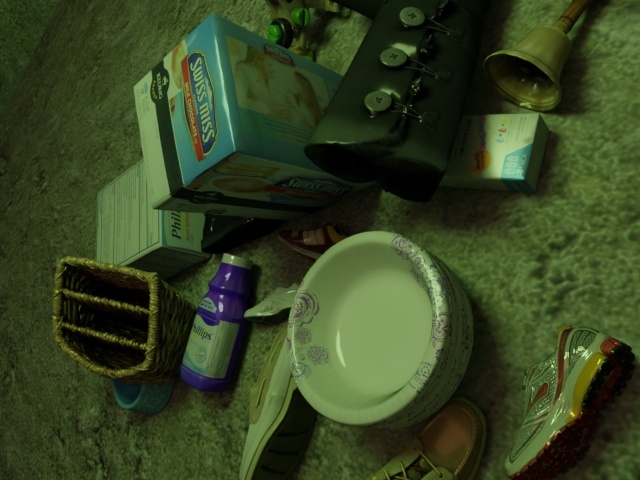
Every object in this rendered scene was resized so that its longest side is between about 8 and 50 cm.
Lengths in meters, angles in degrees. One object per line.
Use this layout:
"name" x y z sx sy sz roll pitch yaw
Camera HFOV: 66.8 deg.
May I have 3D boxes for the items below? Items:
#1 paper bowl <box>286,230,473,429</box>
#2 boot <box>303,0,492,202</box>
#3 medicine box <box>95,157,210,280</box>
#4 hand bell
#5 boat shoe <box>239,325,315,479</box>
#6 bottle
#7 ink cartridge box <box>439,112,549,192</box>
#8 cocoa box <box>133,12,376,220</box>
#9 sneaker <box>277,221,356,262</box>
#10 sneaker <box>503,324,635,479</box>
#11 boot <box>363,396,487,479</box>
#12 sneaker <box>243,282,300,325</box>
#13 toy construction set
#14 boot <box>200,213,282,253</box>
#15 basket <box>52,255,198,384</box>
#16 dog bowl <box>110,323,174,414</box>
"paper bowl" 0.095 0.140 0.747 0.284 0.148 0.284 -18 60 34
"boot" 0.074 -0.306 0.799 0.367 0.146 0.445 13 73 20
"medicine box" -0.432 -0.043 1.238 0.289 0.149 0.264 -23 64 31
"hand bell" 0.368 -0.329 0.722 0.126 0.126 0.242 36 89 40
"boat shoe" -0.074 0.301 0.881 0.103 0.113 0.302 15 76 42
"bottle" -0.213 0.170 1.034 0.118 0.092 0.283 12 85 46
"ink cartridge box" 0.251 -0.139 0.770 0.181 0.061 0.104 10 83 41
"cocoa box" -0.104 -0.184 0.858 0.228 0.347 0.232 -21 74 38
"sneaker" 0.000 0.000 0.937 0.185 0.069 0.084 23 83 35
"sneaker" 0.303 0.212 0.625 0.225 0.088 0.093 -62 29 7
"boot" 0.109 0.329 0.655 0.095 0.203 0.262 41 104 39
"sneaker" -0.090 0.131 0.981 0.152 0.053 0.061 -20 52 29
"toy construction set" -0.081 -0.468 1.086 0.309 0.237 0.258 -2 105 56
"boot" -0.194 -0.099 1.096 0.246 0.094 0.207 -22 68 39
"basket" -0.452 0.185 1.067 0.299 0.223 0.214 9 64 23
"dog bowl" -0.465 0.293 1.215 0.166 0.074 0.297 -49 53 17
